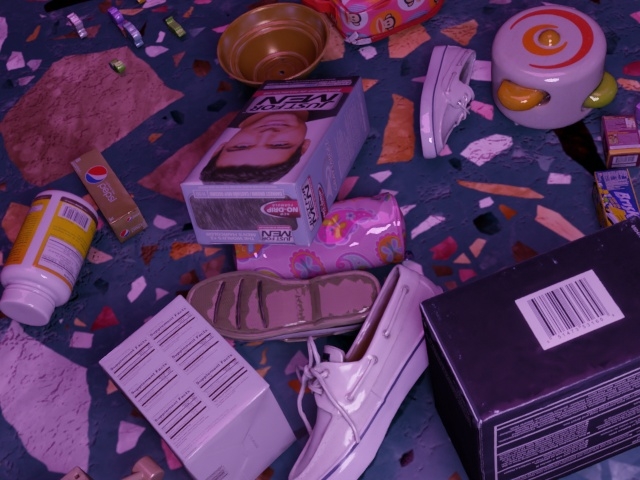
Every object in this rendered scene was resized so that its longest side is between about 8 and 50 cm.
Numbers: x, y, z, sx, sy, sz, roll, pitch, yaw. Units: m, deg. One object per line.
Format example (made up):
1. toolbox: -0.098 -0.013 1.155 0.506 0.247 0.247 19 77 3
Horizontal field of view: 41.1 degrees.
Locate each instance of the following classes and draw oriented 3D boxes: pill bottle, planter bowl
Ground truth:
1. pill bottle: -0.459 0.030 1.433 0.117 0.117 0.215 4 57 14
2. planter bowl: -0.082 -0.348 1.633 0.217 0.090 0.217 -6 55 8

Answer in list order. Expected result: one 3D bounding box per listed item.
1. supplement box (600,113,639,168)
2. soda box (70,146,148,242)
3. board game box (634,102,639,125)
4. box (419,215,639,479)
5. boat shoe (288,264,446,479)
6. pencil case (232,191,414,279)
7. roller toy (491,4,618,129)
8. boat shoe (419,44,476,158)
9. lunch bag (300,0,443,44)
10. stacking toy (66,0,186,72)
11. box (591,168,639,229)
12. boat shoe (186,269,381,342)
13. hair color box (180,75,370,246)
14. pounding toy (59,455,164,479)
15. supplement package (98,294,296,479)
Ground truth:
1. supplement box: 0.500 -0.165 1.422 0.054 0.043 0.083 -3 56 9
2. soda box: -0.379 -0.082 1.527 0.058 0.061 0.181 -33 56 -12
3. board game box: 0.724 -0.196 1.398 0.346 0.056 0.208 36 65 29
4. box: 0.298 0.164 1.083 0.296 0.294 0.183 -21 52 -4
5. boat shoe: 0.033 0.186 1.161 0.156 0.136 0.367 38 81 -11
6. pencil case: 0.000 0.000 1.368 0.284 0.124 0.124 -12 55 2
7. roller toy: 0.389 -0.303 1.475 0.209 0.146 0.191 -16 54 1
8. boat shoe: 0.228 -0.252 1.504 0.084 0.095 0.258 2 58 18
9. lunch bag: 0.080 -0.527 1.705 0.258 0.120 0.293 -25 56 -6
10. stacking toy: -0.410 -0.453 1.794 0.167 0.052 0.221 -37 58 -14
11. box: 0.466 -0.027 1.324 0.054 0.059 0.169 -7 55 8
12. boat shoe: -0.052 0.111 1.306 0.302 0.103 0.113 -1 66 10
13. hair color box: -0.058 -0.139 1.385 0.185 0.114 0.374 1 35 20
14. pounding toy: -0.313 0.353 1.144 0.206 0.181 0.094 -41 58 -17
15. supplement package: -0.167 0.226 1.193 0.149 0.194 0.203 -40 58 -16
